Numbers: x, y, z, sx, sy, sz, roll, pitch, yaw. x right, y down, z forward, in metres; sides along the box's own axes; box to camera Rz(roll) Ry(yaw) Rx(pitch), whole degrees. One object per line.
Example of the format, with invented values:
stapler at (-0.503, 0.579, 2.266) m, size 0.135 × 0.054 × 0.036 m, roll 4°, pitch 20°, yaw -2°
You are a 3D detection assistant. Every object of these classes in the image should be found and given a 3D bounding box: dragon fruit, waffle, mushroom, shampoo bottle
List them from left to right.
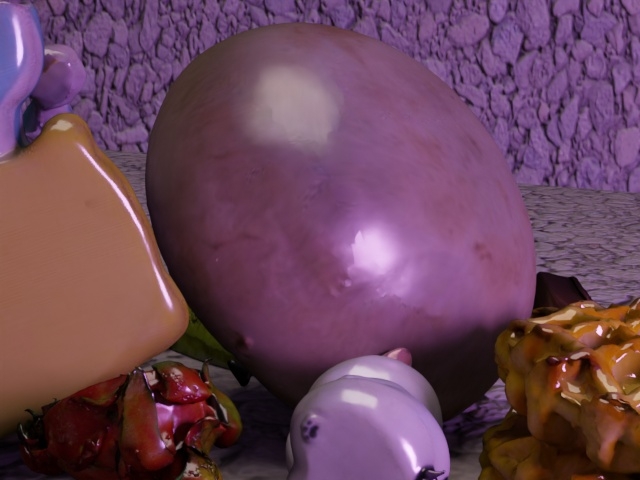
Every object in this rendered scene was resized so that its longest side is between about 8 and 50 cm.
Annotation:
dragon fruit at (-0.119, 0.133, 0.864) m, size 0.138 × 0.142 × 0.175 m, roll -24°, pitch 47°, yaw -9°
mushroom at (0.000, 0.000, 1.130) m, size 0.295 × 0.362 × 0.362 m, roll -38°, pitch -18°, yaw 34°
shampoo bottle at (0.261, 0.077, 1.452) m, size 0.067 × 0.068 × 0.236 m, roll 4°, pitch 11°, yaw 2°
waffle at (0.262, 0.130, 0.892) m, size 0.324 × 0.151 × 0.261 m, roll 6°, pitch 7°, yaw 27°

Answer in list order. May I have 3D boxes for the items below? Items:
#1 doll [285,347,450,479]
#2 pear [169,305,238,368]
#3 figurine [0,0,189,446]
doll at (0.030, 0.134, 0.890) m, size 0.107 × 0.110 × 0.181 m, roll 5°, pitch 7°, yaw 1°
pear at (0.029, 0.019, 1.412) m, size 0.399 × 0.165 × 0.399 m, roll 3°, pitch 9°, yaw 0°
figurine at (-0.285, -0.035, 1.067) m, size 0.266 × 0.361 × 0.378 m, roll -13°, pitch 10°, yaw -16°
